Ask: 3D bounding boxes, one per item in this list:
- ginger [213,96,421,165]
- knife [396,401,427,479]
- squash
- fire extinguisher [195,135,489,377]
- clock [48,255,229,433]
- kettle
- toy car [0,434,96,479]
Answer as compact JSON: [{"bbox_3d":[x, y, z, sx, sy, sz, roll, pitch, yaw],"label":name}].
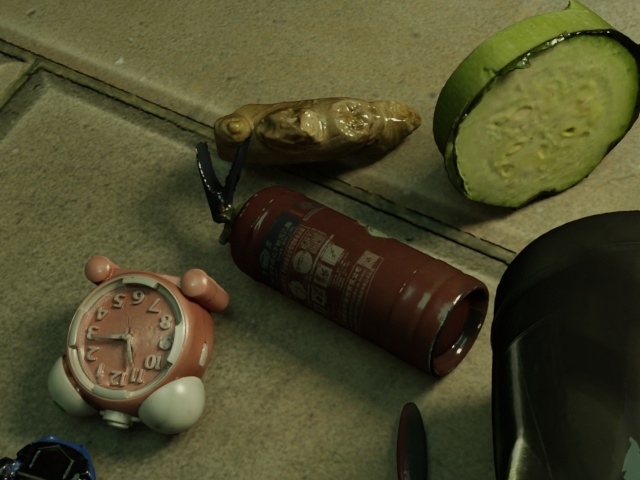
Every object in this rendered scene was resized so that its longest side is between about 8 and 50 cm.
[{"bbox_3d":[-0.003,-0.116,1.182,0.213,0.137,0.074,1,101,11],"label":"ginger"},{"bbox_3d":[0.088,0.251,0.968,0.035,0.018,0.247,-1,52,-1],"label":"knife"},{"bbox_3d":[0.198,-0.146,1.084,0.220,0.220,0.133,-29,58,-4],"label":"squash"},{"bbox_3d":[0.000,0.000,1.097,0.344,0.138,0.102,28,29,28],"label":"fire extinguisher"},{"bbox_3d":[-0.178,0.110,1.107,0.166,0.093,0.162,8,69,20],"label":"clock"},{"bbox_3d":[0.271,0.187,0.836,0.321,0.228,0.324,28,45,-16],"label":"kettle"},{"bbox_3d":[-0.279,0.284,1.031,0.103,0.063,0.216,12,56,22],"label":"toy car"}]
